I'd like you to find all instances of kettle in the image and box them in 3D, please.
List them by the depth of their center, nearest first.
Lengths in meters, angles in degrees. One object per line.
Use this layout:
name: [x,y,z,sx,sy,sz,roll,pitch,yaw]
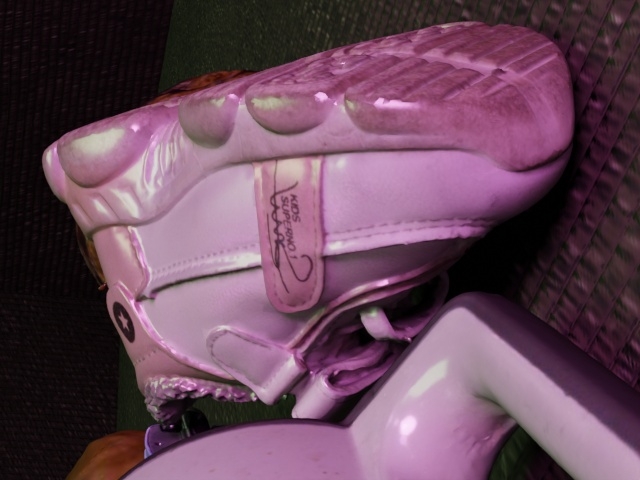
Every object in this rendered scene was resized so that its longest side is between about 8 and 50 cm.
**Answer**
kettle: [0.025,0.209,0.463,0.361,0.250,0.376,-58,18,17]

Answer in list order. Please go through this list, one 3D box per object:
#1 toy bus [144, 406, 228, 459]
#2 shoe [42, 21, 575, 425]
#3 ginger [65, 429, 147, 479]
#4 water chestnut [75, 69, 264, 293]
toy bus: [-0.027,0.151,0.793,0.073,0.167,0.076,-131,45,-74]
shoe: [0.003,-0.001,0.700,0.351,0.172,0.198,-5,104,51]
ginger: [-0.130,0.273,1.100,0.269,0.223,0.200,-142,62,-78]
water chestnut: [-0.063,-0.020,0.935,0.238,0.224,0.223,-131,48,-81]
